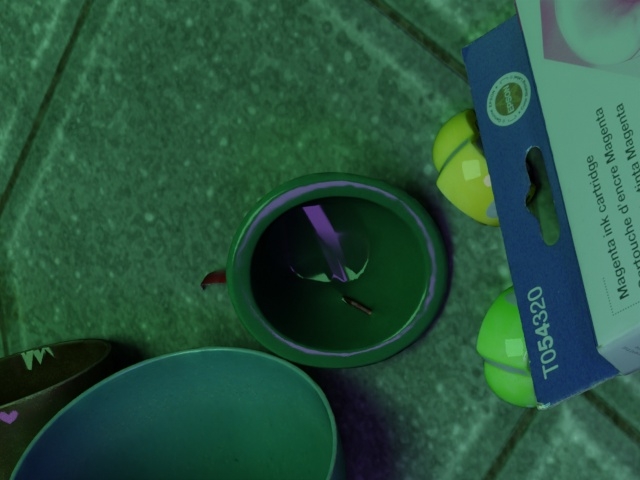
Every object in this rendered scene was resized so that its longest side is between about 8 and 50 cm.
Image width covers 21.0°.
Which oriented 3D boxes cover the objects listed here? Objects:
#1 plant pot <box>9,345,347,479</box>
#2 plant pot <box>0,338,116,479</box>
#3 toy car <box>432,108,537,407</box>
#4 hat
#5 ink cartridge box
[{"bbox_3d":[-0.099,0.260,1.470,0.290,0.290,0.195,16,141,38],"label":"plant pot"},{"bbox_3d":[-0.267,0.239,1.642,0.215,0.215,0.230,-9,103,40],"label":"plant pot"},{"bbox_3d":[0.164,0.025,1.339,0.239,0.053,0.225,18,106,37],"label":"toy car"},{"bbox_3d":[0.000,0.000,1.494,0.208,0.183,0.173,4,108,-2],"label":"hat"},{"bbox_3d":[0.230,-0.091,1.185,0.330,0.071,0.324,-31,55,33],"label":"ink cartridge box"}]
